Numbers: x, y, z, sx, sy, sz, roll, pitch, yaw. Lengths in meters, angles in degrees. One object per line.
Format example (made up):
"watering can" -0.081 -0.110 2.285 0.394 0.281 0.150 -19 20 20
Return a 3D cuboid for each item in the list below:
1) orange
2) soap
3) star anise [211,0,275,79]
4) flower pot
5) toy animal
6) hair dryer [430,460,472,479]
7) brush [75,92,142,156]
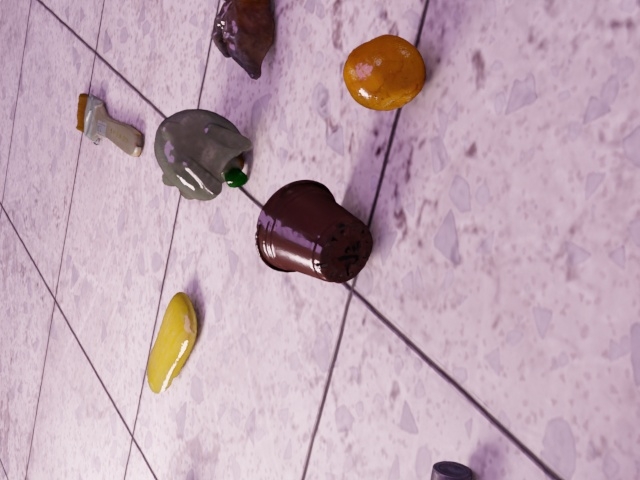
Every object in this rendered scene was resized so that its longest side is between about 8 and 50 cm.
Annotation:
"orange" 0.063 -0.165 1.074 0.083 0.083 0.070 -34 73 55
"soap" -0.214 0.147 1.583 0.168 0.033 0.089 -60 38 39
"star anise" -0.094 -0.318 1.380 0.171 0.063 0.208 61 138 45
"flower pot" 0.000 0.000 1.160 0.089 0.111 0.111 32 116 44
"toy animal" -0.164 -0.113 1.446 0.108 0.138 0.236 -55 16 -4
"hair dryer" 0.138 0.246 0.966 0.114 0.037 0.063 23 109 51
"brush" -0.368 -0.196 1.891 0.336 0.020 0.085 28 112 58
